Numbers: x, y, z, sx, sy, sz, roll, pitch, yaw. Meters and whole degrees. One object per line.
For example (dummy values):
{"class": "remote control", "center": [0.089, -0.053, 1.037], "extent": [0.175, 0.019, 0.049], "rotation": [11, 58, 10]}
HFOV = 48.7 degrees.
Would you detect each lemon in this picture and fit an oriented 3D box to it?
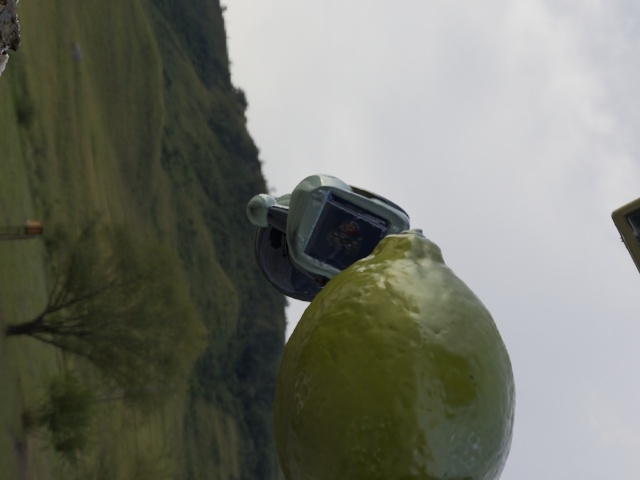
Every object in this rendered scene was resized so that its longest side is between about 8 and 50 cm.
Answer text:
{"class": "lemon", "center": [0.056, 0.115, 0.539], "extent": [0.184, 0.184, 0.249], "rotation": [-162, -104, -68]}

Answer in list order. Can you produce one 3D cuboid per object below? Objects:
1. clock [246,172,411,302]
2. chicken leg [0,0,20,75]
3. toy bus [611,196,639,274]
{"class": "clock", "center": [0.000, 0.000, 0.867], "extent": [0.243, 0.199, 0.147], "rotation": [155, -45, -75]}
{"class": "chicken leg", "center": [-0.472, -0.135, 0.812], "extent": [0.409, 0.182, 0.295], "rotation": [-62, -151, 1]}
{"class": "toy bus", "center": [0.728, 0.061, 1.363], "extent": [0.202, 0.177, 0.365], "rotation": [-30, -103, 34]}
